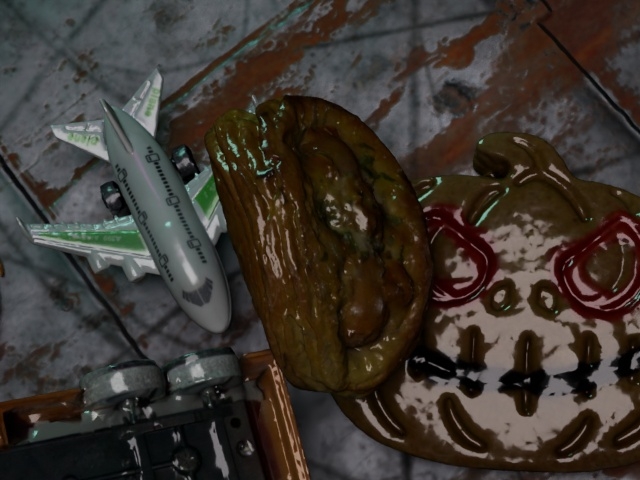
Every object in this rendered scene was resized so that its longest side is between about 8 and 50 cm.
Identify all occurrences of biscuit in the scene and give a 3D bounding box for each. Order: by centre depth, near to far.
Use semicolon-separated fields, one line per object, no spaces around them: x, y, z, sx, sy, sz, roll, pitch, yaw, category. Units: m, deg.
0.175;0.052;1.567;0.367;0.063;0.314;3;80;10;biscuit

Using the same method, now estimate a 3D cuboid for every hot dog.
0.000;0.000;1.502;0.122;0.196;0.272;-36;64;41;hot dog

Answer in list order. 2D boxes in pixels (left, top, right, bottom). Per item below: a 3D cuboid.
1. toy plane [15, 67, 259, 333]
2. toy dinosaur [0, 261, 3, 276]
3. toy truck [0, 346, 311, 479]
-0.144;-0.025;1.609;0.251;0.101;0.255;-28;79;1;toy plane
-0.329;0.063;1.651;0.041;0.026;0.113;6;69;-7;toy dinosaur
-0.217;0.217;1.449;0.387;0.207;0.173;-9;75;-25;toy truck
